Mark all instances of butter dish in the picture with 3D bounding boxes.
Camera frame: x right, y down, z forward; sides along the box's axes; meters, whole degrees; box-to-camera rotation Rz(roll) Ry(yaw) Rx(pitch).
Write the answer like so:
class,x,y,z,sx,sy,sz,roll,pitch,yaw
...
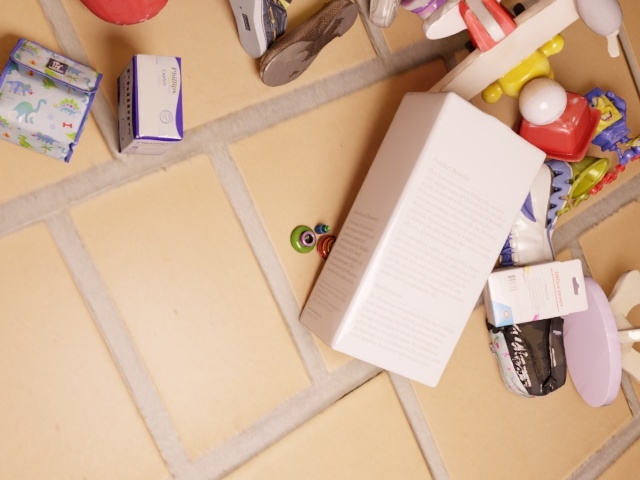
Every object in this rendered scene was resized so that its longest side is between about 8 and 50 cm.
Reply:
class,x,y,z,sx,sy,sz,roll,pitch,yaw
butter dish,0.488,-0.261,1.406,0.160,0.159,0.118,-58,147,-24

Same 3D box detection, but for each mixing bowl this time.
class,x,y,z,sx,sy,sz,roll,pitch,yaw
mixing bowl,-0.298,-0.396,1.034,0.181,0.181,0.098,-39,143,-25

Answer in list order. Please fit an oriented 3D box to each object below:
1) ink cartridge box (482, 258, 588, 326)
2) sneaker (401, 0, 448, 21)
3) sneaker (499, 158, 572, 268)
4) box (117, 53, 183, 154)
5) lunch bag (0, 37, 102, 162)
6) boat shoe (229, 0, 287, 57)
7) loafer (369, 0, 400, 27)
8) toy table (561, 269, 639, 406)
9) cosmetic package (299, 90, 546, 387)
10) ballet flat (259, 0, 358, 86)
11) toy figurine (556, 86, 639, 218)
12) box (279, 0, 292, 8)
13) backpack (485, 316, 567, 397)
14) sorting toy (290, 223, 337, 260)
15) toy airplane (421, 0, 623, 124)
class,x,y,z,sx,sy,sz,roll,pitch,yaw
ink cartridge box,0.412,0.098,1.307,0.181,0.061,0.104,-9,92,-1
sneaker,0.260,-0.531,1.381,0.104,0.095,0.236,41,73,-27
sneaker,0.392,-0.036,1.400,0.182,0.127,0.316,14,85,-13
box,-0.263,-0.204,1.035,0.072,0.137,0.126,-1,86,-28
lunch bag,-0.402,-0.211,0.991,0.128,0.096,0.151,22,61,-23
boat shoe,-0.105,-0.406,1.140,0.065,0.183,0.083,28,60,21
loafer,0.114,-0.572,1.303,0.111,0.112,0.320,5,88,9
toy table,0.632,0.204,1.450,0.160,0.252,0.275,-8,98,-12
cosmetic package,0.173,-0.005,1.179,0.230,0.161,0.454,26,91,-25
ballet flat,-0.029,-0.366,1.225,0.058,0.084,0.250,36,67,21
toy figurine,0.605,-0.237,1.544,0.362,0.191,0.217,-31,70,-20
box,-0.045,-0.527,1.227,0.087,0.058,0.232,35,71,-21
backpack,0.426,0.229,1.382,0.151,0.115,0.182,-13,79,-7
sorting toy,0.000,0.000,1.216,0.101,0.042,0.061,19,77,-26
toy airplane,0.356,-0.338,1.240,0.384,0.386,0.273,-24,75,-23
